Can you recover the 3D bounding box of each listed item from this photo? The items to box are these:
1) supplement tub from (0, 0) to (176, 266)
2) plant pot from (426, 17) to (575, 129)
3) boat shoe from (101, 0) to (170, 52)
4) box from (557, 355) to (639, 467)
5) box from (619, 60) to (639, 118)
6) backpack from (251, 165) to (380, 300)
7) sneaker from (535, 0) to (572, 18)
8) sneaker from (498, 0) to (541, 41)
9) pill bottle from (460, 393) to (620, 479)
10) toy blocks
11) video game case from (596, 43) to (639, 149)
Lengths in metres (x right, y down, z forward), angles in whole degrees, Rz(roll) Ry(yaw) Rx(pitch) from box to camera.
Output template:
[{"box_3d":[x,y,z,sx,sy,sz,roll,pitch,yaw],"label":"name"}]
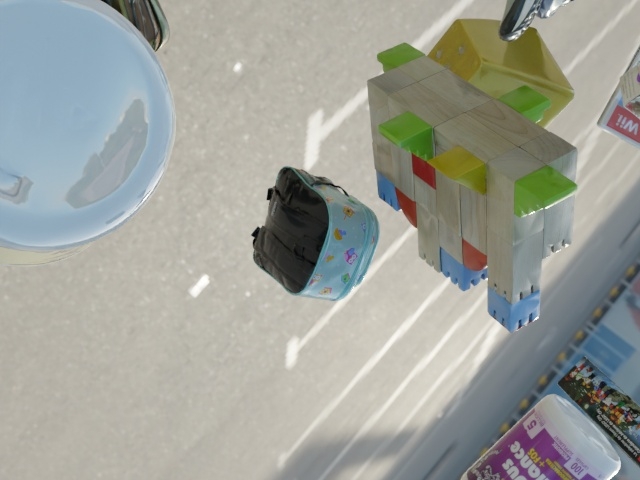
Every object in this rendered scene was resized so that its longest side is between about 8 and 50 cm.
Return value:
[{"box_3d":[-0.287,-0.095,0.970,0.235,0.235,0.325,-46,-169,-18],"label":"supplement tub"},{"box_3d":[0.300,-0.287,1.827,0.187,0.212,0.212,15,130,-33],"label":"plant pot"},{"box_3d":[-0.332,-0.407,1.462,0.111,0.307,0.104,-26,-166,29],"label":"boat shoe"},{"box_3d":[0.361,0.231,1.026,0.044,0.159,0.233,-46,121,5],"label":"box"},{"box_3d":[0.534,-0.133,1.330,0.063,0.324,0.067,-38,-150,40],"label":"box"},{"box_3d":[0.000,0.000,1.405,0.165,0.144,0.188,-68,-155,11],"label":"backpack"},{"box_3d":[0.512,-0.506,1.888,0.112,0.131,0.319,-54,178,-24],"label":"sneaker"},{"box_3d":[0.294,-0.428,1.461,0.100,0.108,0.271,1,100,-81],"label":"sneaker"},{"box_3d":[0.346,0.419,1.684,0.301,0.169,0.169,-48,165,13],"label":"pill bottle"},{"box_3d":[0.188,-0.057,1.277,0.191,0.381,0.260,-26,134,-20],"label":"toy blocks"},{"box_3d":[0.576,-0.253,1.496,0.285,0.204,0.025,-62,-177,5],"label":"video game case"}]
